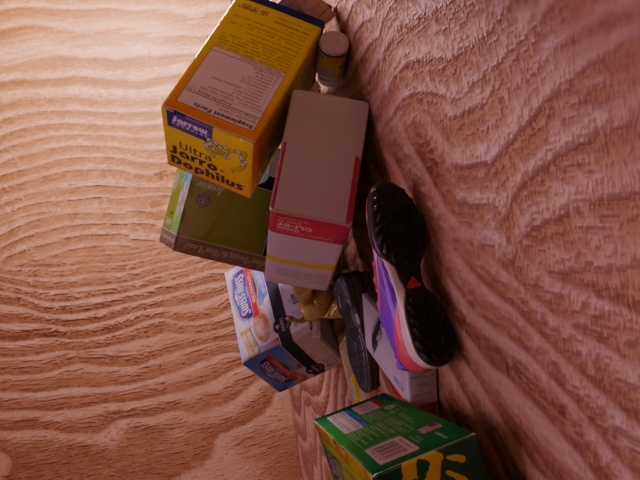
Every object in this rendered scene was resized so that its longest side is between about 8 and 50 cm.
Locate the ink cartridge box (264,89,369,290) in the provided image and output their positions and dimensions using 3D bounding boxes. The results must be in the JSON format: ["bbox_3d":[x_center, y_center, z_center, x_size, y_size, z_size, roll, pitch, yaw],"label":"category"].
[{"bbox_3d":[-0.019,-0.087,1.443,0.384,0.160,0.279,104,174,-66],"label":"ink cartridge box"}]

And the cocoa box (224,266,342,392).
[{"bbox_3d":[-0.113,0.224,2.016,0.231,0.228,0.347,51,-165,-47],"label":"cocoa box"}]

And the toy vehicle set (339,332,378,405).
[{"bbox_3d":[0.103,0.370,1.710,0.166,0.035,0.267,108,151,-67],"label":"toy vehicle set"}]

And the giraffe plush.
[{"bbox_3d":[0.001,0.113,1.719,0.170,0.181,0.210,-94,20,-55],"label":"giraffe plush"}]

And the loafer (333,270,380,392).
[{"bbox_3d":[0.102,0.196,1.500,0.096,0.084,0.267,-25,77,65],"label":"loafer"}]

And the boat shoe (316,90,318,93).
[{"bbox_3d":[-0.023,-0.349,1.757,0.042,0.049,0.133,-178,82,-84],"label":"boat shoe"}]

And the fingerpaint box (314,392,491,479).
[{"bbox_3d":[0.156,0.463,1.069,0.445,0.163,0.371,147,104,-78],"label":"fingerpaint box"}]

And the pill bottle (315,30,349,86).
[{"bbox_3d":[0.023,-0.381,1.440,0.116,0.065,0.065,104,155,-63],"label":"pill bottle"}]

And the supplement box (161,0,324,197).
[{"bbox_3d":[-0.153,-0.304,1.401,0.195,0.194,0.356,104,-170,-60],"label":"supplement box"}]

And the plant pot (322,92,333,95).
[{"bbox_3d":[-0.009,-0.270,1.613,0.096,0.109,0.109,72,-175,-72],"label":"plant pot"}]

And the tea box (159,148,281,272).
[{"bbox_3d":[-0.212,-0.098,1.787,0.220,0.329,0.323,14,88,67],"label":"tea box"}]

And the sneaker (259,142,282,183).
[{"bbox_3d":[-0.122,-0.249,1.609,0.127,0.208,0.319,-50,46,38],"label":"sneaker"}]

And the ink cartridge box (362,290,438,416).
[{"bbox_3d":[0.151,0.250,1.311,0.275,0.060,0.239,-132,36,-71],"label":"ink cartridge box"}]

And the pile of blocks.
[{"bbox_3d":[-0.050,-0.459,1.591,0.149,0.112,0.362,38,153,8],"label":"pile of blocks"}]

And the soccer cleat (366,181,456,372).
[{"bbox_3d":[0.125,0.061,1.117,0.116,0.108,0.318,-39,63,57],"label":"soccer cleat"}]

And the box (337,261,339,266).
[{"bbox_3d":[0.000,0.000,1.900,0.232,0.058,0.322,-114,17,-54],"label":"box"}]
